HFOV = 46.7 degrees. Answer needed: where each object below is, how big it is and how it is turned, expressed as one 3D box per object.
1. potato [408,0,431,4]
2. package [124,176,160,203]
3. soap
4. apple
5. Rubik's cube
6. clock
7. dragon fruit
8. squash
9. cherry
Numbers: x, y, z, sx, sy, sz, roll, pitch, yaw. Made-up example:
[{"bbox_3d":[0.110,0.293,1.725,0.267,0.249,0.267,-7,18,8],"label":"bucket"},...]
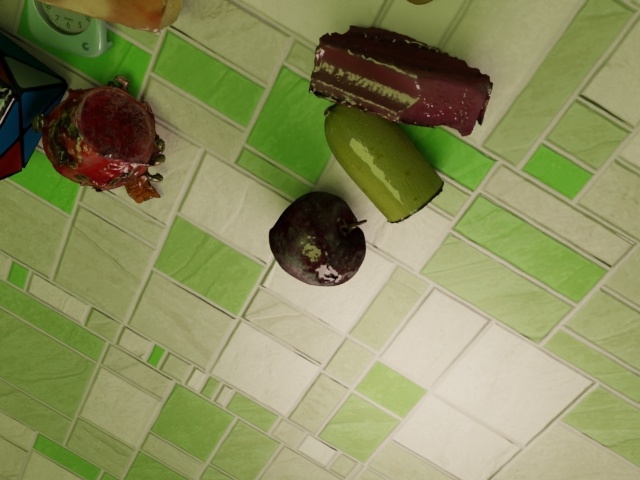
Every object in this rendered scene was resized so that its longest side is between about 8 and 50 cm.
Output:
[{"bbox_3d":[0.169,-0.423,1.216,0.083,0.062,0.068,10,158,46],"label":"potato"},{"bbox_3d":[-0.398,-0.126,1.602,0.077,0.033,0.111,-17,119,16],"label":"package"},{"bbox_3d":[0.143,-0.266,1.250,0.289,0.182,0.112,22,123,11],"label":"soap"},{"bbox_3d":[-0.375,-0.479,1.244,0.309,0.314,0.252,18,157,-9],"label":"apple"},{"bbox_3d":[-0.688,-0.270,1.447,0.250,0.246,0.248,36,105,-5],"label":"Rubik's cube"},{"bbox_3d":[-0.469,-0.461,1.402,0.159,0.066,0.211,20,124,6],"label":"clock"},{"bbox_3d":[-0.413,-0.211,1.466,0.282,0.211,0.147,23,136,-28],"label":"dragon fruit"},{"bbox_3d":[0.103,-0.159,1.359,0.132,0.132,0.247,-32,106,31],"label":"squash"},{"bbox_3d":[-0.006,0.003,1.468,0.195,0.195,0.195,8,122,13],"label":"cherry"}]
